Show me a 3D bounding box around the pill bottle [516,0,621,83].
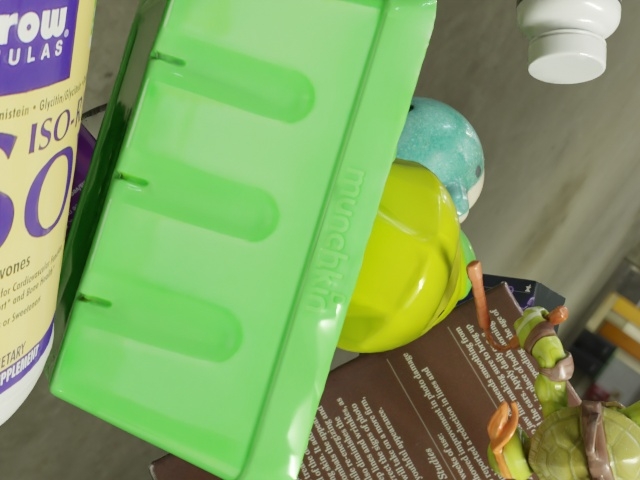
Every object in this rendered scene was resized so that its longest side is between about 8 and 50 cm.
[{"bbox_3d":[0.229,-0.236,0.892,0.094,0.094,0.169,51,44,-72],"label":"pill bottle"}]

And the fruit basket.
[{"bbox_3d":[0.000,0.000,0.754,0.392,0.392,0.283,-51,-162,-9],"label":"fruit basket"}]

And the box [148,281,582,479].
[{"bbox_3d":[0.056,0.221,0.917,0.381,0.191,0.143,-25,155,-7],"label":"box"}]

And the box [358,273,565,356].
[{"bbox_3d":[0.197,0.140,1.393,0.103,0.261,0.184,30,72,-48],"label":"box"}]

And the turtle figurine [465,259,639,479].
[{"bbox_3d":[0.206,0.132,0.688,0.217,0.269,0.087,-13,179,21],"label":"turtle figurine"}]

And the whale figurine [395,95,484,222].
[{"bbox_3d":[0.082,-0.078,1.174,0.272,0.216,0.141,-39,135,-34],"label":"whale figurine"}]

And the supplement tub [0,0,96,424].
[{"bbox_3d":[-0.227,-0.084,0.436,0.241,0.241,0.331,-26,136,-56],"label":"supplement tub"}]

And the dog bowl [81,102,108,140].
[{"bbox_3d":[-0.178,-0.014,1.310,0.408,0.408,0.150,96,-7,-59],"label":"dog bowl"}]

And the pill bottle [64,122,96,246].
[{"bbox_3d":[-0.264,-0.003,1.006,0.181,0.323,0.181,-36,-165,11],"label":"pill bottle"}]
